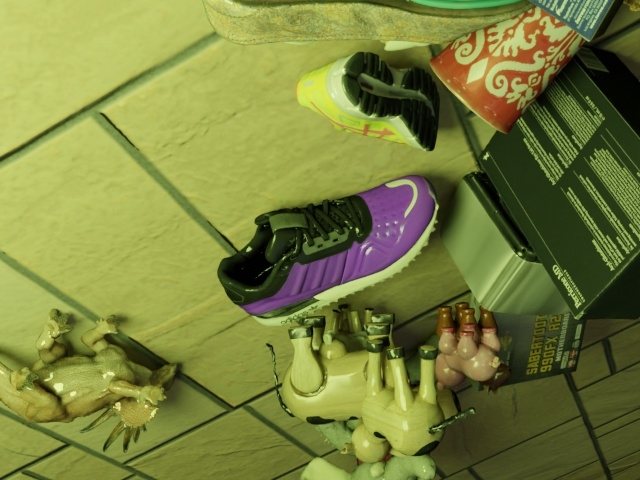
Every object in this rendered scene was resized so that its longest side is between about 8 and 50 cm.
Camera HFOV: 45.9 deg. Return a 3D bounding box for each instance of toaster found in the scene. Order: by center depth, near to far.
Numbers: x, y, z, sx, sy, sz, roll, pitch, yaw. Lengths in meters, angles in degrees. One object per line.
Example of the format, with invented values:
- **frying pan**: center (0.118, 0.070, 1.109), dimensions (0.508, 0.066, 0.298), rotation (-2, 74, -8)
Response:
- **toaster**: center (0.270, 0.007, 0.979), dimensions (0.168, 0.186, 0.110), rotation (3, 131, -28)

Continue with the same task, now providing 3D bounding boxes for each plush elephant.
- **plush elephant**: center (0.106, 0.337, 1.234), dimensions (0.271, 0.255, 0.330), rotation (4, 136, -28)

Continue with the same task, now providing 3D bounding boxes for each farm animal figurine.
- **farm animal figurine**: center (0.084, 0.186, 0.941), dimensions (0.326, 0.172, 0.330), rotation (-2, -177, 30)

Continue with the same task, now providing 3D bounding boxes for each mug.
- **mug**: center (0.211, -0.215, 0.778), dimensions (0.113, 0.150, 0.169), rotation (39, 114, -7)

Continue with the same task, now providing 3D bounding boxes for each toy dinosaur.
- **toy dinosaur**: center (-0.321, 0.199, 0.998), dimensions (0.295, 0.127, 0.200), rotation (6, 141, -22)

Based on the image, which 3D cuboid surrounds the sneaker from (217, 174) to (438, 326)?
- **sneaker**: center (0.000, 0.001, 0.916), dimensions (0.293, 0.102, 0.146), rotation (-33, 139, 15)

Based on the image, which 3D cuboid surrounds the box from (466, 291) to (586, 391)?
- **box**: center (0.320, 0.110, 1.160), dimensions (0.183, 0.056, 0.231), rotation (-7, 117, -18)

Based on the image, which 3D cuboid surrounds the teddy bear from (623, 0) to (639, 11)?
- **teddy bear**: center (0.336, -0.355, 0.613), dimensions (0.245, 0.113, 0.338), rotation (-34, 160, -54)

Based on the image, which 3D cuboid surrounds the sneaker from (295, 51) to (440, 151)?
- **sneaker**: center (0.055, -0.146, 0.802), dimensions (0.094, 0.082, 0.208), rotation (-1, 169, 38)

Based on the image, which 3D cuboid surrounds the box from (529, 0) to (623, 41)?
- **box**: center (0.160, -0.277, 0.597), dimensions (0.036, 0.225, 0.136), rotation (-32, 154, -40)

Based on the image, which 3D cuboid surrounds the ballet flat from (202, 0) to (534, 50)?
- **ballet flat**: center (0.044, -0.224, 0.693), dimensions (0.316, 0.108, 0.106), rotation (-1, 158, -15)

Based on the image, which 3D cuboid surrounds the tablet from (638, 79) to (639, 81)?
- **tablet**: center (0.423, -0.185, 0.962), dimensions (0.083, 0.006, 0.054), rotation (-9, 140, -13)

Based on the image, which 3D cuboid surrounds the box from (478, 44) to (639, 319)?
- **box**: center (0.307, -0.069, 0.843), dimensions (0.103, 0.261, 0.184), rotation (5, 136, -28)
